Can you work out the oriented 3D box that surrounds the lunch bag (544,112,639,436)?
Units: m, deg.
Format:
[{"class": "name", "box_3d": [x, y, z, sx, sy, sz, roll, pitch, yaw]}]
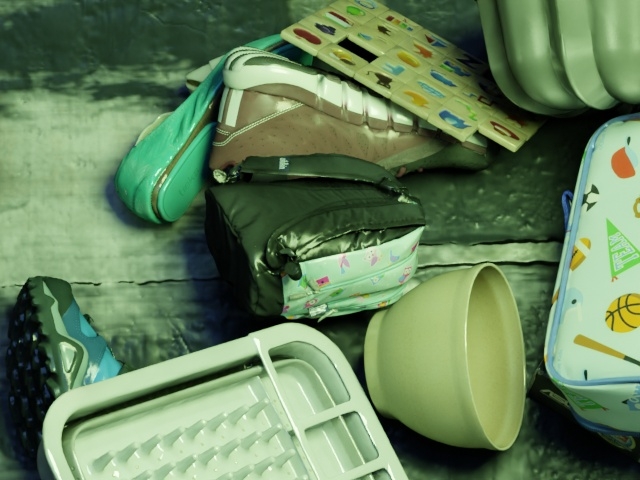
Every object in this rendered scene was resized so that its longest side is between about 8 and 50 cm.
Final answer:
[{"class": "lunch bag", "box_3d": [0.316, 0.020, 1.532, 0.243, 0.115, 0.303, -4, 54, 31]}]

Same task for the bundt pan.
[{"class": "bundt pan", "box_3d": [0.303, -0.178, 1.631, 0.331, 0.331, 0.124, -3, 90, -5]}]

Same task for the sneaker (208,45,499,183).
[{"class": "sneaker", "box_3d": [0.020, -0.069, 1.680, 0.281, 0.106, 0.162, 16, 98, -19]}]

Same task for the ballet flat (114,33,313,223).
[{"class": "ballet flat", "box_3d": [-0.110, -0.120, 1.697, 0.087, 0.083, 0.247, 24, 61, 31]}]

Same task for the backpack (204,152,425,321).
[{"class": "backpack", "box_3d": [0.000, 0.000, 1.581, 0.182, 0.115, 0.152, -9, 47, -22]}]

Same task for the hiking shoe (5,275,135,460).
[{"class": "hiking shoe", "box_3d": [-0.178, 0.162, 1.554, 0.132, 0.113, 0.304, -6, 59, -35]}]

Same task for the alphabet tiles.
[{"class": "alphabet tiles", "box_3d": [0.099, -0.159, 1.698, 0.237, 0.009, 0.198, 31, 27, 10]}]

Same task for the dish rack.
[{"class": "dish rack", "box_3d": [-0.065, 0.229, 1.448, 0.333, 0.072, 0.285, -14, 73, -46]}]

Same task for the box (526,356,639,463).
[{"class": "box", "box_3d": [0.356, 0.117, 1.616, 0.270, 0.060, 0.216, 32, 65, 12]}]

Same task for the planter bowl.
[{"class": "planter bowl", "box_3d": [0.104, 0.104, 1.566, 0.109, 0.162, 0.162, -5, 61, 23]}]
